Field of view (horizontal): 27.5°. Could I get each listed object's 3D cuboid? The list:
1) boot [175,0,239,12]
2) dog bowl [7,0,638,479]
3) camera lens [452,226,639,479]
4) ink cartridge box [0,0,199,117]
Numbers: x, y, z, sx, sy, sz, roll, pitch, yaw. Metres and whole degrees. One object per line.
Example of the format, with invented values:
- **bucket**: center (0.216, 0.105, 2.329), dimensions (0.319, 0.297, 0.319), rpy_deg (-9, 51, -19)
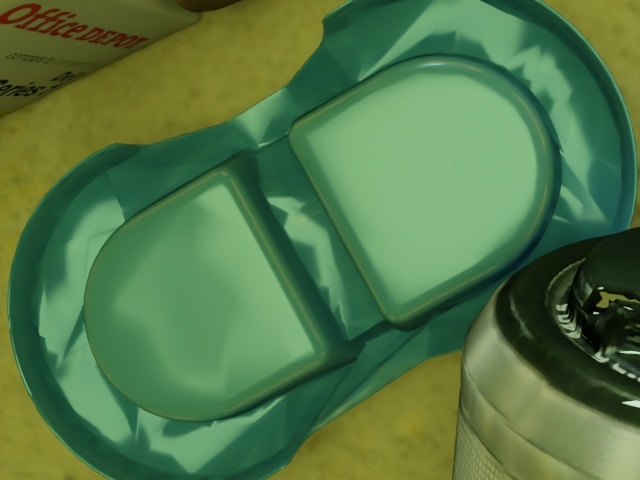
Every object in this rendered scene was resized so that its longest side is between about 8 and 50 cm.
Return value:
- **boot**: center (-0.026, -0.252, 0.581), dimensions (0.203, 0.095, 0.262), rpy_deg (45, 97, 5)
- **dog bowl**: center (0.000, 0.000, 0.605), dimensions (0.297, 0.074, 0.166), rpy_deg (-29, 88, 11)
- **camera lens**: center (0.154, 0.143, 0.480), dimensions (0.219, 0.219, 0.274), rpy_deg (6, 109, 11)
- **ink cartridge box**: center (-0.218, -0.098, 0.578), dimensions (0.278, 0.201, 0.117), rpy_deg (-24, 90, 12)
